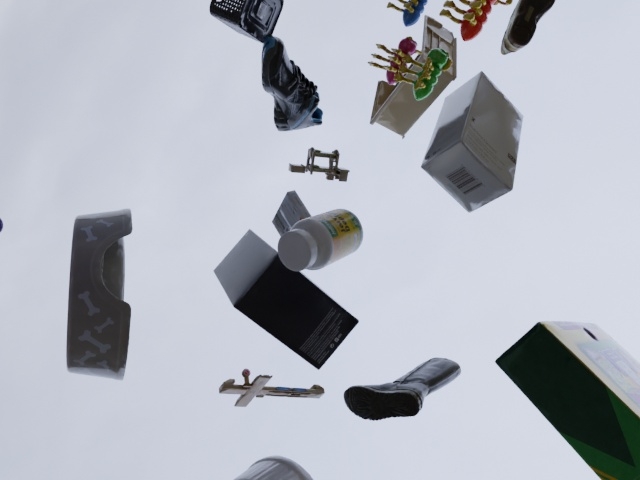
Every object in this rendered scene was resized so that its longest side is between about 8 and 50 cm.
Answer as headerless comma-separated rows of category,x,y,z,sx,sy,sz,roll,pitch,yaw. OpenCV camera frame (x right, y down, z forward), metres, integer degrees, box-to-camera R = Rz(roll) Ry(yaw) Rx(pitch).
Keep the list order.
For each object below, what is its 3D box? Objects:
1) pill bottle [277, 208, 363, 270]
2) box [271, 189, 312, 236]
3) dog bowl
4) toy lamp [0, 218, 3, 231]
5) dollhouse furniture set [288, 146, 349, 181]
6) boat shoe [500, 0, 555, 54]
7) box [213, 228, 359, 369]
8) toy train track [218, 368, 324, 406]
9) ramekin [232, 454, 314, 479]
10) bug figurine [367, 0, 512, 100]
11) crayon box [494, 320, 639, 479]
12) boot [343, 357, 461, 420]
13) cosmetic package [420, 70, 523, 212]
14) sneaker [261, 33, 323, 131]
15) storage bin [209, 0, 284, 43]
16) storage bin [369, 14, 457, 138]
pill bottle,0.000,0.000,1.072,0.118,0.208,0.117,10,-72,32
box,-0.103,-0.070,1.728,0.145,0.038,0.186,57,-37,20
dog bowl,-0.443,0.105,0.953,0.349,0.102,0.348,-178,-90,-65
toy lamp,-0.849,-0.024,1.098,0.275,0.080,0.080,-5,-106,19
dollhouse furniture set,-0.004,-0.290,1.781,0.161,0.182,0.101,-140,-125,-59
boat shoe,0.427,-0.473,0.998,0.190,0.068,0.072,-56,-174,-11
box,-0.113,0.156,1.370,0.179,0.312,0.343,-49,-157,-5
toy train track,-0.035,0.109,0.358,0.048,0.083,0.014,-53,-144,35
ramekin,-0.116,0.623,1.029,0.273,0.127,0.272,-4,-96,37
bug figurine,0.191,-0.363,0.833,0.216,0.072,0.279,-61,-148,18
crayon box,0.484,0.277,0.749,0.106,0.363,0.313,-52,-128,22
boot,0.176,0.304,1.008,0.190,0.208,0.076,-6,-81,34
cosmetic package,0.454,-0.295,1.395,0.156,0.217,0.385,-33,-155,48
sneaker,-0.072,-0.416,1.267,0.140,0.341,0.125,1,-108,7
storage bin,-0.171,-0.561,1.138,0.084,0.180,0.122,28,-76,11
storage bin,0.282,-0.494,1.441,0.262,0.123,0.260,-49,-159,48
